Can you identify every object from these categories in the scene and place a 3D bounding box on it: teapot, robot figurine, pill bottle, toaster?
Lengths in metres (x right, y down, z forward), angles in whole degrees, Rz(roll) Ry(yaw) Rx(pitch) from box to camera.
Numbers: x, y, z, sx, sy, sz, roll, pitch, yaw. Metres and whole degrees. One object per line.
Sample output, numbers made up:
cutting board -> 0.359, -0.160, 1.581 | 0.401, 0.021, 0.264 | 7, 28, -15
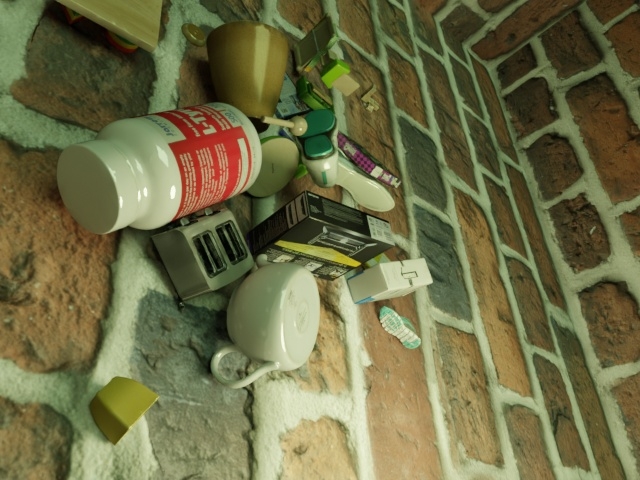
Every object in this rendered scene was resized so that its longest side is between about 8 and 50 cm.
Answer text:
teapot -> -0.124, 0.168, 1.182 | 0.256, 0.187, 0.252 | -12, 102, -69
robot figurine -> -0.084, -0.246, 1.614 | 0.115, 0.067, 0.101 | 61, 11, 8
pill bottle -> -0.328, -0.158, 1.142 | 0.229, 0.229, 0.408 | 57, 36, 0
toaster -> -0.253, 0.033, 1.165 | 0.168, 0.110, 0.185 | -32, 101, -55

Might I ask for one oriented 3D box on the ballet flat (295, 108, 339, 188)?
ballet flat -> -0.001, -0.273, 1.607 | 0.139, 0.139, 0.400 | 39, 23, -22

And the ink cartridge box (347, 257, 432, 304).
ink cartridge box -> 0.206, 0.119, 1.583 | 0.203, 0.148, 0.085 | -4, 71, -42

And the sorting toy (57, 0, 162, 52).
sorting toy -> -0.541, -0.606, 1.345 | 0.257, 0.089, 0.255 | 22, 49, -38

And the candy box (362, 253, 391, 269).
candy box -> 0.153, 0.045, 1.701 | 0.206, 0.027, 0.105 | 48, 42, -13

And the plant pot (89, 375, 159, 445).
plant pot -> -0.348, 0.286, 0.925 | 0.083, 0.081, 0.081 | 41, 38, -1

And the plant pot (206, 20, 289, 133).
plant pot -> -0.206, -0.440, 1.520 | 0.237, 0.237, 0.254 | 11, 72, -44

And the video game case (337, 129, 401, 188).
video game case -> 0.150, -0.279, 1.818 | 0.232, 0.042, 0.210 | 48, 17, 28

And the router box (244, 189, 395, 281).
router box -> 0.000, 0.000, 1.384 | 0.309, 0.243, 0.081 | 18, 52, -41

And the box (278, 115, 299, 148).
box -> -0.082, -0.342, 1.721 | 0.081, 0.028, 0.136 | 48, 36, -12

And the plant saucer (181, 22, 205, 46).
plant saucer -> -0.376, -0.620, 1.603 | 0.083, 0.015, 0.083 | 29, 45, -33

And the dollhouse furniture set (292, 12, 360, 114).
dollhouse furniture set -> 0.025, -0.617, 1.890 | 0.151, 0.198, 0.301 | 28, 41, -40

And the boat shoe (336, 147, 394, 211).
boat shoe -> 0.127, -0.210, 1.787 | 0.319, 0.116, 0.099 | 31, 48, -23

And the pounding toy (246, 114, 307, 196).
pounding toy -> -0.153, -0.244, 1.448 | 0.183, 0.236, 0.110 | -5, 39, -45

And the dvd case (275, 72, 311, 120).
dvd case -> -0.148, -0.518, 1.779 | 0.253, 0.022, 0.180 | 56, 36, -1

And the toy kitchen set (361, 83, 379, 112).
toy kitchen set -> 0.220, -0.576, 2.188 | 0.083, 0.075, 0.068 | 32, 44, -23

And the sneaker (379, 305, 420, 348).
sneaker -> 0.238, 0.255, 1.630 | 0.166, 0.065, 0.076 | 48, 21, -17
